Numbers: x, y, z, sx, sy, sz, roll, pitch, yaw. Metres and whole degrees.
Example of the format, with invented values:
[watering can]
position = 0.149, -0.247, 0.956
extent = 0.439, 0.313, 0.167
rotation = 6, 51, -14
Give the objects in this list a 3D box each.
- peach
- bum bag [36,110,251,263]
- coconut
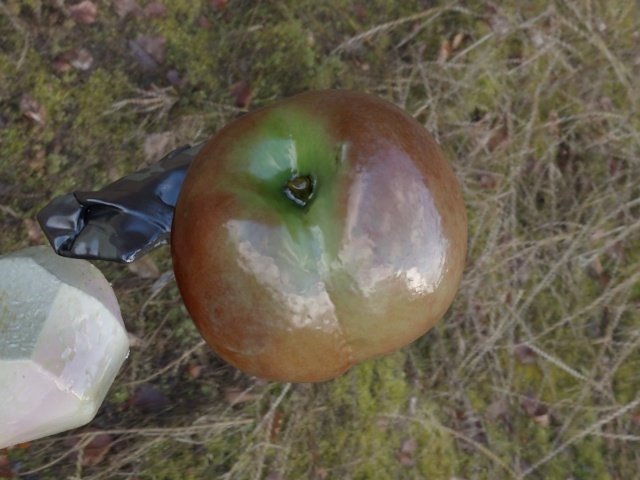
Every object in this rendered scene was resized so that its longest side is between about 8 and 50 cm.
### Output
[peach]
position = 0.000, 0.000, 0.745
extent = 0.252, 0.252, 0.252
rotation = 15, 63, -33
[bum bag]
position = -0.147, -0.058, 0.987
extent = 0.340, 0.144, 0.095
rotation = -31, 135, -38
[coconut]
position = -0.332, 0.132, 0.974
extent = 0.197, 0.237, 0.237
rotation = 38, 53, -26
